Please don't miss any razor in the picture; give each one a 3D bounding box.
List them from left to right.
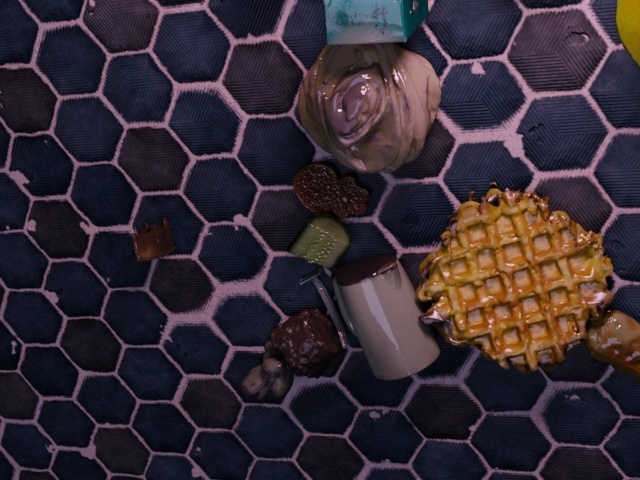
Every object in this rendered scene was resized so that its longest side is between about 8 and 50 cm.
[{"bbox_3d":[0.024,0.159,2.120,0.068,0.037,0.191,-32,84,33],"label":"razor"}]

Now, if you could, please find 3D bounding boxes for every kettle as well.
[{"bbox_3d":[0.127,0.165,2.047,0.240,0.165,0.255,-7,113,51],"label":"kettle"}]

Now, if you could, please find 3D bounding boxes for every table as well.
[{"bbox_3d":[-0.400,-0.004,2.176,0.070,0.083,0.082,-6,105,17],"label":"table"}]

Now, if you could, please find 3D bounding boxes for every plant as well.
[{"bbox_3d":[-0.080,0.279,2.161,0.274,0.146,0.149,-43,52,30],"label":"plant"}]

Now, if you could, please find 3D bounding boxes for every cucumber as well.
[{"bbox_3d":[0.000,0.000,2.047,0.116,0.062,0.115,26,136,-11],"label":"cucumber"}]

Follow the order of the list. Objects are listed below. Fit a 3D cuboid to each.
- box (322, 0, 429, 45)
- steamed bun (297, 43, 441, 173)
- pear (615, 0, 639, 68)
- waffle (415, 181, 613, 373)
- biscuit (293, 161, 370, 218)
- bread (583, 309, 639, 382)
[{"bbox_3d":[0.109,-0.440,1.717,0.153,0.245,0.092,1,115,18],"label":"box"},{"bbox_3d":[0.092,-0.264,1.826,0.280,0.207,0.268,32,119,0],"label":"steamed bun"},{"bbox_3d":[0.691,-0.398,1.470,0.398,0.165,0.399,-2,75,10],"label":"pear"},{"bbox_3d":[0.409,0.085,1.930,0.382,0.095,0.380,30,110,2],"label":"waffle"},{"bbox_3d":[0.023,-0.108,2.021,0.175,0.026,0.124,19,121,9],"label":"biscuit"},{"bbox_3d":[0.667,0.240,1.942,0.232,0.088,0.128,31,127,-3],"label":"bread"}]
